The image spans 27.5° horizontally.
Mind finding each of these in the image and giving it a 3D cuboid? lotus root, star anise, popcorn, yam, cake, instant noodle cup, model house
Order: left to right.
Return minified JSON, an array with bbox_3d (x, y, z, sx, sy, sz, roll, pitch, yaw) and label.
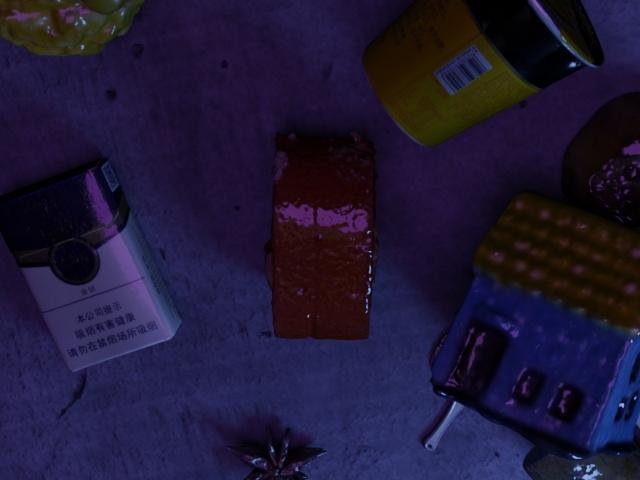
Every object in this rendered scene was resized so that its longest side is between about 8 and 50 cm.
[{"bbox_3d":[-0.331,-0.336,1.544,0.242,0.235,0.250,-35,83,40],"label":"popcorn"},{"bbox_3d":[-0.074,0.314,1.831,0.129,0.056,0.124,27,99,-6],"label":"star anise"},{"bbox_3d":[0.000,0.000,1.649,0.151,0.177,0.283,6,111,5],"label":"cake"},{"bbox_3d":[0.182,-0.232,1.542,0.236,0.215,0.215,-34,102,24],"label":"instant noodle cup"},{"bbox_3d":[0.309,0.091,1.593,0.237,0.215,0.303,24,94,29],"label":"model house"},{"bbox_3d":[0.423,0.345,1.752,0.330,0.133,0.133,37,109,-11],"label":"yam"},{"bbox_3d":[0.400,-0.077,1.629,0.183,0.078,0.203,34,108,-7],"label":"lotus root"}]

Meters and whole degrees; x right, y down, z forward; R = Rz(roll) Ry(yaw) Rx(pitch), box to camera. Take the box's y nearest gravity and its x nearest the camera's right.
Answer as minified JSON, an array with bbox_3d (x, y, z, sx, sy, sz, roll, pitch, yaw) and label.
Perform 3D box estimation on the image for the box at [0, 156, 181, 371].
[{"bbox_3d":[-0.312,0.032,1.752,0.168,0.071,0.259,-20,107,13],"label":"box"}]

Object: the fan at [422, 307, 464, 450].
[{"bbox_3d":[0.202,0.200,1.786,0.152,0.008,0.227,31,109,-5],"label":"fan"}]

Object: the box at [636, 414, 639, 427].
[{"bbox_3d":[0.523,0.168,1.708,0.260,0.062,0.175,-34,102,17],"label":"box"}]
